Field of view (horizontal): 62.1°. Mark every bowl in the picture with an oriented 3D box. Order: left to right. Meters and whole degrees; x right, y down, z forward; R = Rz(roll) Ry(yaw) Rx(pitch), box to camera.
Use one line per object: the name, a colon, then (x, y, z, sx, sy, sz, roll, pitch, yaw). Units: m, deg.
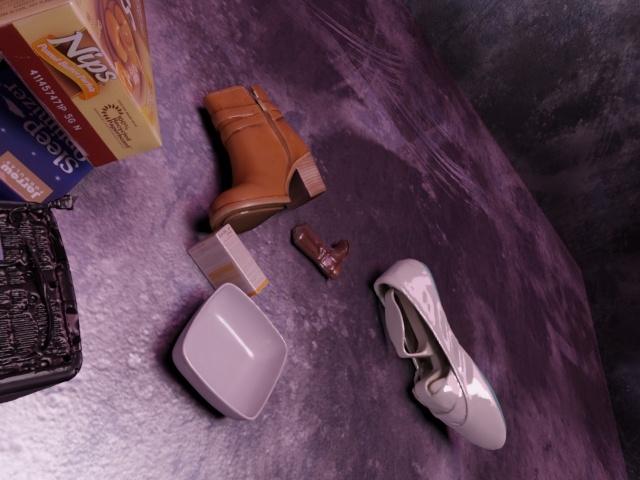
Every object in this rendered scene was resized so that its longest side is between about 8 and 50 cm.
bowl: (-0.118, 0.142, 0.672, 0.142, 0.053, 0.142, 53, 34, -18)

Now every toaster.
toaster: (-0.294, 0.052, 0.434, 0.186, 0.110, 0.168, 0, 70, -54)

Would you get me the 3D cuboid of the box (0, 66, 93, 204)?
box: (-0.319, -0.112, 0.583, 0.136, 0.037, 0.225, 48, 37, -23)

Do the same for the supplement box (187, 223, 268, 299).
supplement box: (-0.126, 0.035, 0.726, 0.098, 0.062, 0.036, 57, 34, -12)

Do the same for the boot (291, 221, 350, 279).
boot: (0.000, 0.000, 0.954, 0.114, 0.037, 0.106, 45, 35, -19)

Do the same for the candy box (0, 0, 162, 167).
candy box: (-0.264, -0.260, 0.591, 0.183, 0.088, 0.316, 73, -1, -57)

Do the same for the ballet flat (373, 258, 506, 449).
ballet flat: (0.212, 0.229, 1.028, 0.139, 0.139, 0.400, -7, 70, -56)

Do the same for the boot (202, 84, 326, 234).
boot: (-0.115, -0.138, 0.822, 0.283, 0.109, 0.220, -31, 90, -51)

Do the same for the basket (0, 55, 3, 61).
basket: (-0.390, -0.205, 0.484, 0.167, 0.103, 0.113, -33, 96, -56)
